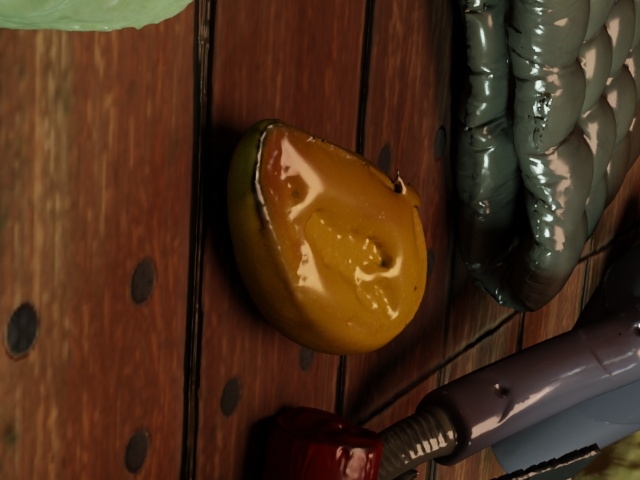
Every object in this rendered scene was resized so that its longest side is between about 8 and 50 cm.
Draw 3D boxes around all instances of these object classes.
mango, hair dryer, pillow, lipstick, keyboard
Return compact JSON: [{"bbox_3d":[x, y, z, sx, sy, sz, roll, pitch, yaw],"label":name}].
[{"bbox_3d":[0.000,0.000,0.722,0.101,0.066,0.187,-62,145,-13],"label":"mango"},{"bbox_3d":[0.134,0.110,0.949,0.361,0.121,0.301,-13,154,-39],"label":"hair dryer"},{"bbox_3d":[0.163,-0.136,0.939,0.228,0.101,0.326,-49,148,-42],"label":"pillow"},{"bbox_3d":[-0.018,0.234,0.774,0.073,0.073,0.280,2,99,-63],"label":"lipstick"},{"bbox_3d":[0.095,0.167,0.903,0.195,0.018,0.060,-12,154,-31],"label":"keyboard"}]

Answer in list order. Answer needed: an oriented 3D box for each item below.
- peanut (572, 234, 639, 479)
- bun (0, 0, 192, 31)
[{"bbox_3d":[0.334,0.138,1.326,0.192,0.169,0.387,32,72,-56],"label":"peanut"},{"bbox_3d":[-0.069,-0.166,0.460,0.221,0.108,0.221,-34,130,-55],"label":"bun"}]
